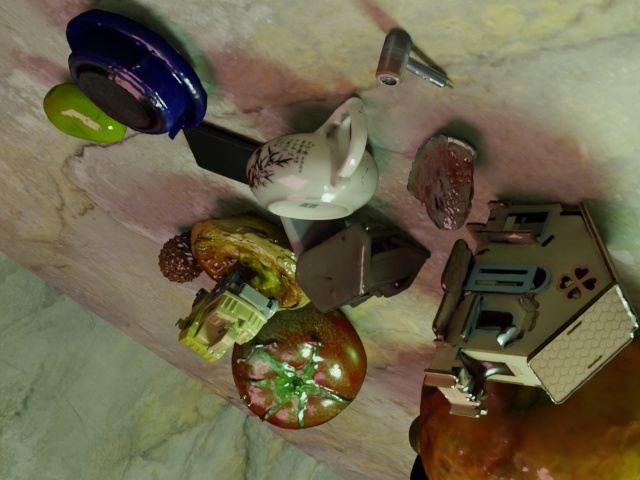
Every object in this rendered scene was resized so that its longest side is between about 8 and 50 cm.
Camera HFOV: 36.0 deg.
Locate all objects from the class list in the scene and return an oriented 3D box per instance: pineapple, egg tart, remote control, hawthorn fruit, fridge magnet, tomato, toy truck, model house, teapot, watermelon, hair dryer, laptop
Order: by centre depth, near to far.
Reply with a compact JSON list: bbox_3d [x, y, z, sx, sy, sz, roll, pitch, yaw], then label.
[{"bbox_3d":[0.128,-0.219,1.287,0.114,0.063,0.037,23,160,-23],"label":"hair dryer"},{"bbox_3d":[0.308,0.088,1.373,0.244,0.326,0.169,4,145,36],"label":"model house"},{"bbox_3d":[0.188,-0.076,1.433,0.071,0.139,0.187,-1,161,-14],"label":"watermelon"},{"bbox_3d":[-0.002,-0.119,1.553,0.208,0.166,0.300,20,152,-23],"label":"teapot"},{"bbox_3d":[0.377,0.295,1.606,0.472,0.472,0.472,25,157,12],"label":"hawthorn fruit"},{"bbox_3d":[-0.308,-0.270,1.623,0.265,0.112,0.265,27,158,12],"label":"fridge magnet"},{"bbox_3d":[0.083,0.051,1.776,0.188,0.122,0.229,-2,160,-35],"label":"model house"},{"bbox_3d":[-0.151,-0.145,1.805,0.207,0.026,0.154,22,155,18],"label":"laptop"},{"bbox_3d":[0.000,0.000,1.818,0.313,0.109,0.055,71,179,-57],"label":"remote control"},{"bbox_3d":[-0.129,0.031,2.032,0.290,0.115,0.290,21,152,12],"label":"egg tart"},{"bbox_3d":[-0.205,0.173,2.051,0.124,0.157,0.272,37,151,-13],"label":"toy truck"},{"bbox_3d":[-0.285,0.021,2.208,0.125,0.125,0.251,36,151,-15],"label":"pineapple"},{"bbox_3d":[-0.055,0.264,2.211,0.303,0.303,0.239,37,-161,-15],"label":"tomato"}]

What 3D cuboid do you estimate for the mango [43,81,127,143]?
[{"bbox_3d":[-0.452,-0.247,1.891,0.163,0.089,0.117,15,148,5],"label":"mango"}]

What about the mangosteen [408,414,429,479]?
[{"bbox_3d":[0.354,0.504,2.127,0.421,0.381,0.381,43,157,2],"label":"mangosteen"}]
